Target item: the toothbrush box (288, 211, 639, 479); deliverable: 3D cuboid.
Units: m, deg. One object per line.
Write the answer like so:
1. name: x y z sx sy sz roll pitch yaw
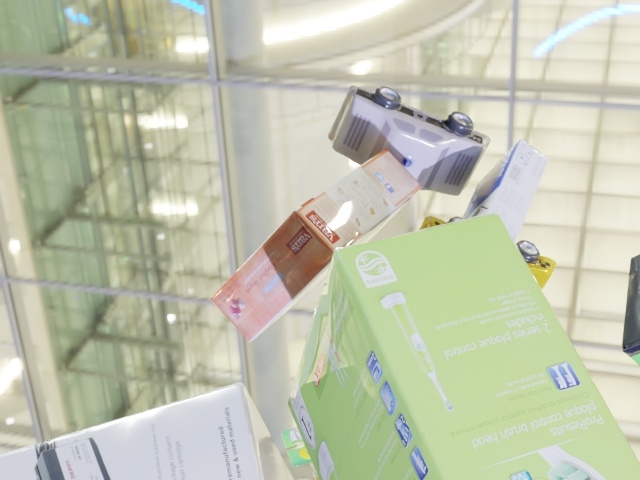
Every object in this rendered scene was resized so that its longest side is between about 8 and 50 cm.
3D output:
1. toothbrush box: 0.094 0.160 0.682 0.122 0.206 0.283 -12 -123 -19

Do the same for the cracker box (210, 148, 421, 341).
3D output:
1. cracker box: 0.000 0.000 1.177 0.067 0.156 0.232 47 -147 3

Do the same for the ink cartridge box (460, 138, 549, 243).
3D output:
1. ink cartridge box: 0.192 -0.018 1.244 0.046 0.097 0.207 35 -132 -4

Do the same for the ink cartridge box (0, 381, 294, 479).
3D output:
1. ink cartridge box: -0.230 0.347 1.267 0.394 0.285 0.166 -17 -126 2

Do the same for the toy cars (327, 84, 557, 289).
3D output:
1. toy cars: 0.155 -0.031 1.353 0.176 0.394 0.087 -22 -150 21

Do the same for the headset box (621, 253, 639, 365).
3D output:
1. headset box: 0.469 0.086 1.057 0.246 0.283 0.131 -30 -151 42

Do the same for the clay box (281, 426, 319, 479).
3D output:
1. clay box: 0.067 0.269 1.386 0.222 0.053 0.127 -6 -169 -8
